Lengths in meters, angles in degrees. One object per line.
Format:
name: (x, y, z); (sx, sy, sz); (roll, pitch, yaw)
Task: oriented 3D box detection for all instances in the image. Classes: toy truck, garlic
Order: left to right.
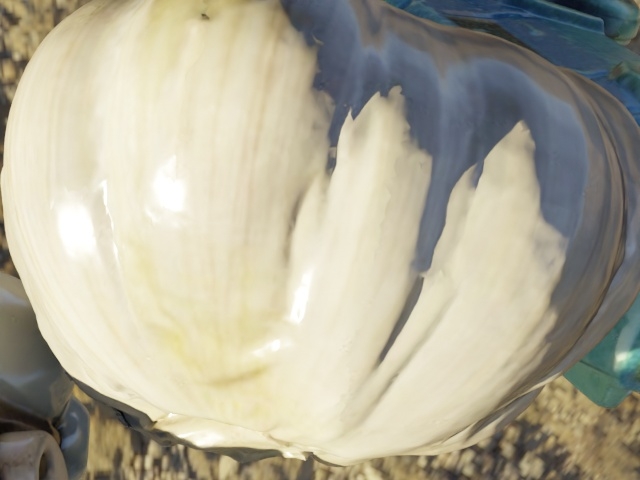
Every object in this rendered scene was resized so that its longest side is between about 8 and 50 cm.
garlic: (-0.004, 0.000, 0.569); (0.227, 0.228, 0.152); (7, 72, -3)
toy truck: (0.109, -0.040, 0.834); (0.156, 0.155, 0.279); (6, 24, -31)

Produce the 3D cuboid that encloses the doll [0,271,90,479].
doll: (-0.155, 0.097, 0.603); (0.117, 0.182, 0.257); (0, 34, 6)
